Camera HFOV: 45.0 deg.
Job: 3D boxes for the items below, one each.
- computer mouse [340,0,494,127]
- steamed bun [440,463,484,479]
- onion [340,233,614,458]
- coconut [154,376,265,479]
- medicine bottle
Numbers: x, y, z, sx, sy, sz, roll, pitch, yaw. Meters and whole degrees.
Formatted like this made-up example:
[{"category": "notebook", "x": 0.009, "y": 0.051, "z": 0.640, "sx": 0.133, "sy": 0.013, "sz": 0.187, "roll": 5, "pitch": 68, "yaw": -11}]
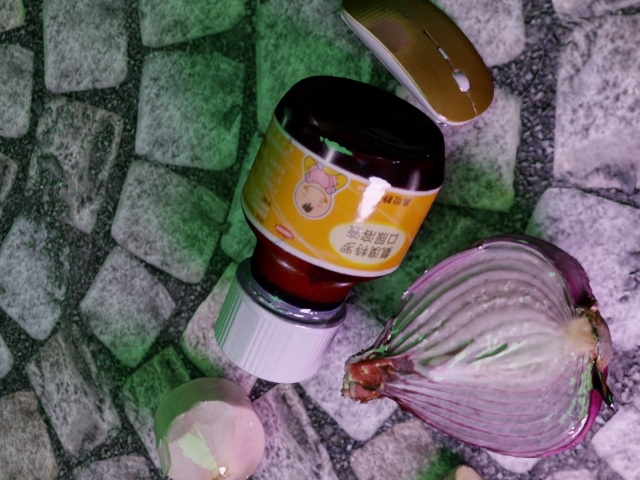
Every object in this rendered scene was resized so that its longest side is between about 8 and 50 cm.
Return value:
[{"category": "computer mouse", "x": 0.130, "y": -0.257, "z": 1.029, "sx": 0.245, "sy": 0.126, "sz": 0.056, "roll": 52, "pitch": 150, "yaw": 14}, {"category": "steamed bun", "x": 0.181, "y": 0.456, "z": 1.055, "sx": 0.212, "sy": 0.110, "sz": 0.231, "roll": -40, "pitch": 74, "yaw": 23}, {"category": "onion", "x": 0.205, "y": 0.141, "z": 0.996, "sx": 0.348, "sy": 0.159, "sz": 0.267, "roll": -14, "pitch": 76, "yaw": 33}, {"category": "coconut", "x": -0.165, "y": 0.302, "z": 1.161, "sx": 0.171, "sy": 0.170, "sz": 0.183, "roll": -62, "pitch": 27, "yaw": 16}, {"category": "medicine bottle", "x": 0.000, "y": 0.000, "z": 1.049, "sx": 0.242, "sy": 0.242, "sz": 0.395, "roll": 32, "pitch": 120, "yaw": 20}]
